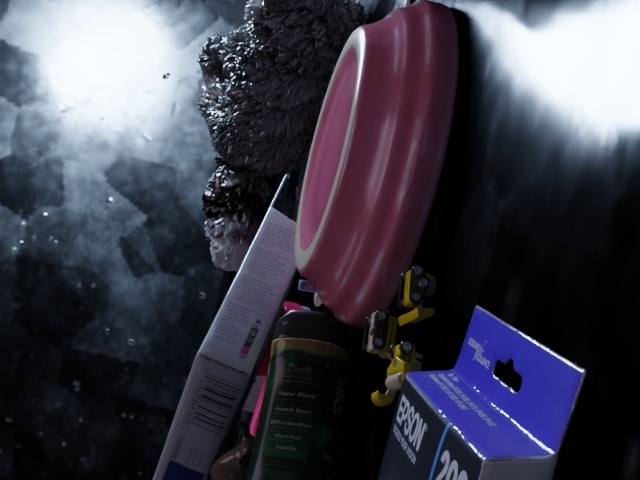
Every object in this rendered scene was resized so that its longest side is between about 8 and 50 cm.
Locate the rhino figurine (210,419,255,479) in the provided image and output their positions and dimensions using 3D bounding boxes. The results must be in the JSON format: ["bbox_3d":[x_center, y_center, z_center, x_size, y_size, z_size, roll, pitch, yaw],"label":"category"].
[{"bbox_3d":[-0.074,0.272,1.174,0.243,0.106,0.073,113,167,-46],"label":"rhino figurine"}]

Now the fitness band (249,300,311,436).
[{"bbox_3d":[-0.059,0.208,1.375,0.291,0.054,0.209,112,165,-48],"label":"fitness band"}]

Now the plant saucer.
[{"bbox_3d":[0.044,-0.081,1.046,0.332,0.084,0.332,-166,90,-82],"label":"plant saucer"}]

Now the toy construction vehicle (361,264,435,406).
[{"bbox_3d":[0.067,0.080,0.844,0.086,0.035,0.098,141,140,-58],"label":"toy construction vehicle"}]

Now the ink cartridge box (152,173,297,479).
[{"bbox_3d":[-0.102,0.135,1.281,0.330,0.071,0.324,-65,-1,-47],"label":"ink cartridge box"}]

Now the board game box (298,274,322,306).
[{"bbox_3d":[0.000,0.000,1.355,0.133,0.033,0.169,121,160,-63],"label":"board game box"}]

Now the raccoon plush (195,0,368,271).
[{"bbox_3d":[-0.045,-0.187,1.577,0.299,0.216,0.446,154,113,-66],"label":"raccoon plush"}]

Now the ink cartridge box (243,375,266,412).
[{"bbox_3d":[-0.115,0.200,1.698,0.099,0.056,0.135,-148,71,-81],"label":"ink cartridge box"}]

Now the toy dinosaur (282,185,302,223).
[{"bbox_3d":[-0.056,0.020,1.640,0.211,0.064,0.112,-63,-1,21],"label":"toy dinosaur"}]

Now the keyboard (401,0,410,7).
[{"bbox_3d":[0.106,-0.390,1.169,0.072,0.014,0.256,-110,20,-54],"label":"keyboard"}]

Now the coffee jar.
[{"bbox_3d":[-0.016,0.165,1.033,0.096,0.079,0.184,60,-144,-63],"label":"coffee jar"}]

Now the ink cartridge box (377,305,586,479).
[{"bbox_3d":[0.078,0.149,0.624,0.206,0.045,0.208,-145,70,-81],"label":"ink cartridge box"}]
